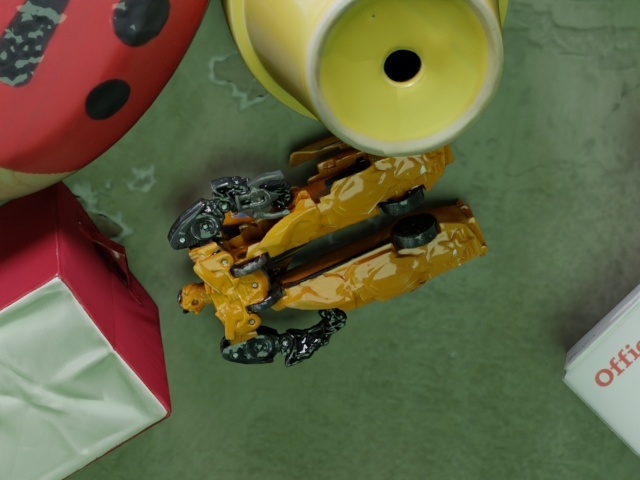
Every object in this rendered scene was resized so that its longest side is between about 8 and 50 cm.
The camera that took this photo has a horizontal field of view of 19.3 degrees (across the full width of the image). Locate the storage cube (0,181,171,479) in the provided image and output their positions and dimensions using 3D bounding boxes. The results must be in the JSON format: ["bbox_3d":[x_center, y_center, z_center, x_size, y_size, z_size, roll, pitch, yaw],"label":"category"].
[{"bbox_3d":[-0.264,0.092,1.718,0.215,0.193,0.184,-30,118,8],"label":"storage cube"}]

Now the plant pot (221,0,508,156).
[{"bbox_3d":[0.049,-0.191,1.599,0.254,0.239,0.254,-4,119,-7],"label":"plant pot"}]

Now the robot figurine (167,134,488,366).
[{"bbox_3d":[0.000,0.000,1.777,0.291,0.085,0.211,-22,118,1],"label":"robot figurine"}]

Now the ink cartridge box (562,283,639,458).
[{"bbox_3d":[0.408,0.151,1.853,0.283,0.117,0.207,45,104,0],"label":"ink cartridge box"}]

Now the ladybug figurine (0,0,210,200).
[{"bbox_3d":[-0.242,-0.213,1.579,0.305,0.162,0.449,23,111,-20],"label":"ladybug figurine"}]
